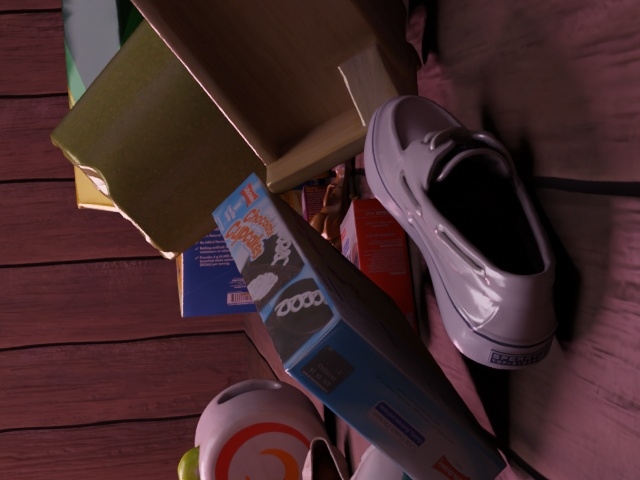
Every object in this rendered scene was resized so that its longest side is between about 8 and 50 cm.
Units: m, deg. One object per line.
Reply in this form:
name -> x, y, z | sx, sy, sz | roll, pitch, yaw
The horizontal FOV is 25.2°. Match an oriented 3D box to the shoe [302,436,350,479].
shoe -> 0.008, 0.352, 1.816 | 0.058, 0.077, 0.219 | 88, 176, -56

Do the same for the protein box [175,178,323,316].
protein box -> -0.100, -0.013, 1.968 | 0.201, 0.200, 0.136 | 95, 168, -48

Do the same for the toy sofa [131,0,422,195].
toy sofa -> -0.071, -0.230, 1.162 | 0.362, 0.150, 0.177 | 50, -157, -31

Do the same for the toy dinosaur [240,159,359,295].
toy dinosaur -> 0.000, 0.000, 1.650 | 0.211, 0.064, 0.112 | -60, 24, 2

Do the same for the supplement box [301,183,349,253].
supplement box -> 0.007, -0.023, 1.709 | 0.043, 0.055, 0.083 | 112, 154, -76

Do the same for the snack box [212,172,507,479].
snack box -> 0.020, 0.070, 1.150 | 0.187, 0.060, 0.322 | 43, -174, -24

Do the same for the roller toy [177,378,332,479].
roller toy -> -0.078, 0.300, 2.021 | 0.191, 0.209, 0.146 | -57, 14, 7

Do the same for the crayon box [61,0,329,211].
crayon box -> -0.138, -0.211, 1.712 | 0.106, 0.363, 0.313 | 3, 101, 38

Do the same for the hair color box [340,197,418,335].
hair color box -> 0.057, 0.051, 1.389 | 0.093, 0.053, 0.167 | 114, 150, -72

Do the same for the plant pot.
plant pot -> -0.126, -0.127, 1.469 | 0.276, 0.254, 0.276 | 45, 174, 6

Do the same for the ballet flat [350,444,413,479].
ballet flat -> 0.052, 0.295, 1.363 | 0.400, 0.139, 0.139 | 106, 159, -58

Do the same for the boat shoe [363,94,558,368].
boat shoe -> 0.099, -0.032, 0.946 | 0.258, 0.095, 0.084 | -117, 26, -45
